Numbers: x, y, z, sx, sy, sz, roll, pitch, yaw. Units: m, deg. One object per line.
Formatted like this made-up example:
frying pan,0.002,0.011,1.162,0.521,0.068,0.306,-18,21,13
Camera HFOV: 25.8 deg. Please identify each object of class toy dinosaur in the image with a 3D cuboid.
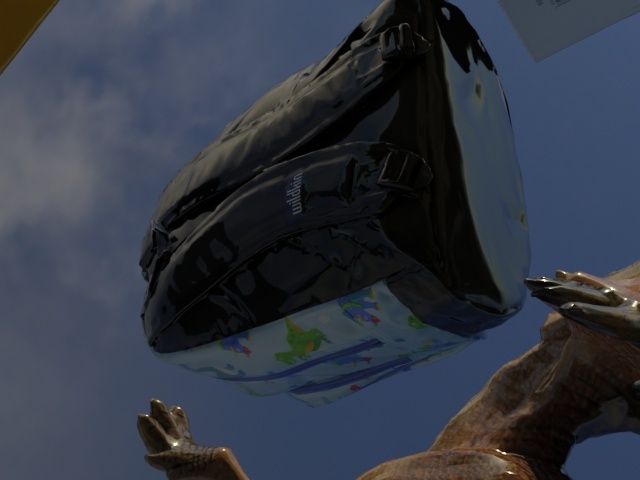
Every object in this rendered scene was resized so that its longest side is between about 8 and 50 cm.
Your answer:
toy dinosaur,0.061,0.122,0.414,0.127,0.200,0.295,35,-138,-46

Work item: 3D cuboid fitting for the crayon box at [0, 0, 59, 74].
crayon box,-0.226,-0.068,0.695,0.083,0.203,0.323,39,-127,-16

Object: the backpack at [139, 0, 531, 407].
backpack,0.000,0.000,1.151,0.273,0.355,0.290,35,-137,-47

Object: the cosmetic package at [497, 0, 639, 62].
cosmetic package,0.189,-0.324,1.270,0.224,0.138,0.224,39,-152,-62
